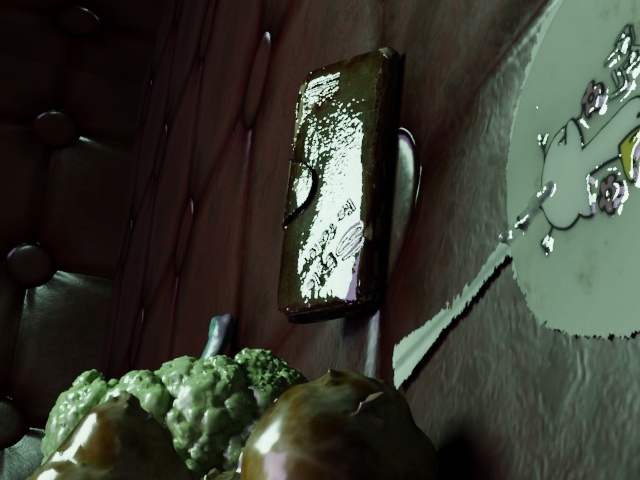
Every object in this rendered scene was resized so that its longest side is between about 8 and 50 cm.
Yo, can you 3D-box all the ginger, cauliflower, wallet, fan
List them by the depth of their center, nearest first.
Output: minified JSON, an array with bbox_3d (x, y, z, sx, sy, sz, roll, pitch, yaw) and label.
[{"bbox_3d":[0.118,-0.015,0.589,0.415,0.012,0.233,120,156,-48],"label":"fan"},{"bbox_3d":[-0.090,0.220,0.702,0.375,0.176,0.256,-8,87,33],"label":"ginger"},{"bbox_3d":[0.011,-0.046,0.889,0.122,0.031,0.232,-13,66,46],"label":"wallet"},{"bbox_3d":[-0.113,0.229,0.935,0.250,0.275,0.272,-8,-84,-64],"label":"cauliflower"}]

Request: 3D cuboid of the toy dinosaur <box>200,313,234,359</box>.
[{"bbox_3d":[-0.164,0.299,1.226,0.331,0.129,0.383,-53,31,13],"label":"toy dinosaur"}]
